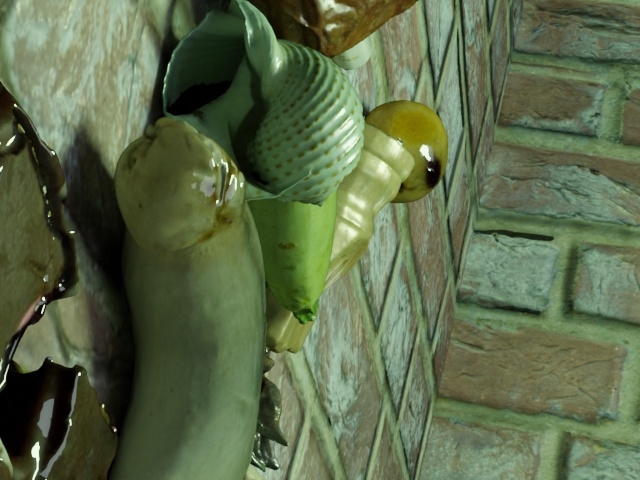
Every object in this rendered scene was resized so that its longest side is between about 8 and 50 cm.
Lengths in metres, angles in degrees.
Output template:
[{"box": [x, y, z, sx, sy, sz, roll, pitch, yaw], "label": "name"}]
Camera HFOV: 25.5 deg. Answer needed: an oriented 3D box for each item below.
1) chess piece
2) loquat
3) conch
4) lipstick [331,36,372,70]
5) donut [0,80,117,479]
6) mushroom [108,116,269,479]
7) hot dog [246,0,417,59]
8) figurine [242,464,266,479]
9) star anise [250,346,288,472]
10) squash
[{"box": [0.000, 0.000, 1.728, 0.301, 0.137, 0.137, -64, 163, -13], "label": "chess piece"}, {"box": [0.118, -0.130, 2.058, 0.163, 0.137, 0.163, 18, 69, -61], "label": "loquat"}, {"box": [-0.054, -0.117, 1.296, 0.200, 0.172, 0.131, 63, -3, 5], "label": "conch"}, {"box": [0.016, -0.280, 1.696, 0.264, 0.059, 0.059, 56, 44, -72], "label": "lipstick"}, {"box": [-0.222, 0.104, 0.785, 0.345, 0.136, 0.259, 82, 23, -49], "label": "donut"}, {"box": [-0.117, 0.066, 1.229, 0.177, 0.126, 0.397, -46, 147, -54], "label": "mushroom"}, {"box": [0.067, -0.333, 1.390, 0.387, 0.174, 0.267, -37, 146, -16], "label": "hot dog"}, {"box": [-0.106, 0.319, 1.381, 0.144, 0.182, 0.256, 122, -12, -49], "label": "figurine"}, {"box": [-0.081, 0.137, 1.412, 0.180, 0.061, 0.204, -157, -128, -65], "label": "star anise"}, {"box": [-0.037, -0.044, 1.514, 0.370, 0.118, 0.118, 88, 17, -50], "label": "squash"}]
